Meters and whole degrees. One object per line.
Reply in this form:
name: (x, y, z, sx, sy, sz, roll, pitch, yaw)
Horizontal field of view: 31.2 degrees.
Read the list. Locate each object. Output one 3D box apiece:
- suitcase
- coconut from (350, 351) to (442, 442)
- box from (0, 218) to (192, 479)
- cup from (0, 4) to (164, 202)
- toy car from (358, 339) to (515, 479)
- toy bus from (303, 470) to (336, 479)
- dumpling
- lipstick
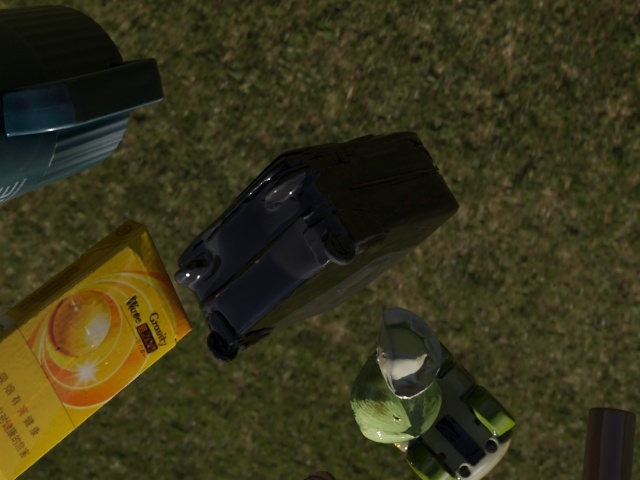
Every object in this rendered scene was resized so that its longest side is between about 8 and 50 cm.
suitcase: (0.000, 0.000, 1.654, 0.345, 0.339, 0.188, -43, 71, 39)
coconut: (0.071, 0.149, 1.076, 0.088, 0.096, 0.088, -12, 128, -15)
box: (-0.261, 0.115, 1.186, 0.043, 0.269, 0.152, 22, 143, 42)
cup: (-0.388, -0.184, 1.420, 0.308, 0.292, 0.242, -37, 86, 31)
toy car: (0.161, 0.239, 1.626, 0.145, 0.235, 0.235, -44, 112, 0)
toy bus: (-0.063, 0.456, 1.583, 0.303, 0.147, 0.127, -46, 75, 12)
dumpling: (0.081, 0.101, 1.030, 0.059, 0.077, 0.043, -7, 142, -12)
lipstick: (0.408, 0.372, 1.649, 0.070, 0.254, 0.070, 9, 163, 3)
